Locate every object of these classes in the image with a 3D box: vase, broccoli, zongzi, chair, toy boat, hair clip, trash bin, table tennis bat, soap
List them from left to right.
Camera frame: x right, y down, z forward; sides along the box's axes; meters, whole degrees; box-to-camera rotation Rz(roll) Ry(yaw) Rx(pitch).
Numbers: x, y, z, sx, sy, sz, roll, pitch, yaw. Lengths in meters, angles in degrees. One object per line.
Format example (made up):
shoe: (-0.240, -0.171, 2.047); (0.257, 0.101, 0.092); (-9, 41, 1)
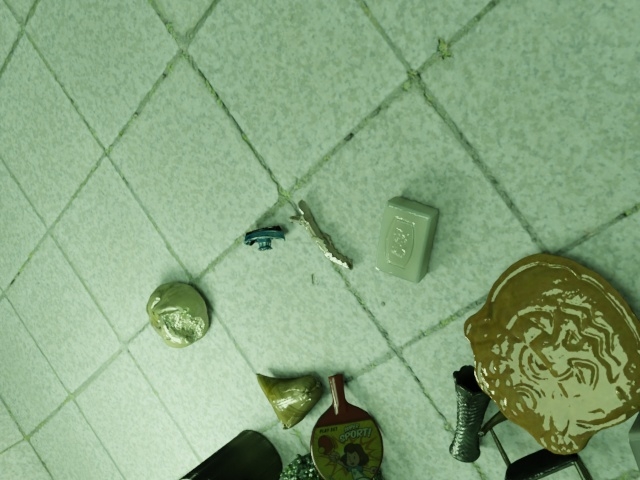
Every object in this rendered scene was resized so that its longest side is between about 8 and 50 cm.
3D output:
trash bin: (-0.274, 0.737, 2.180); (0.252, 0.301, 0.202); (-16, 96, 36)
toy boat: (-0.151, -0.002, 1.957); (0.137, 0.060, 0.060); (-12, 81, 32)
zongzi: (-0.097, 0.423, 2.066); (0.197, 0.099, 0.194); (52, 129, 17)
hair clip: (0.000, 0.000, 1.867); (0.226, 0.034, 0.072); (51, 132, 7)
broccoli: (0.027, 0.714, 2.051); (0.288, 0.248, 0.245); (22, 156, 17)
table tennis bat: (0.065, 0.523, 1.957); (0.038, 0.200, 0.310); (123, 138, -79)
soap: (0.204, -0.002, 1.701); (0.121, 0.064, 0.183); (20, 119, 26)
vase: (0.362, 0.426, 1.727); (0.115, 0.115, 0.237); (19, 122, 29)
chair: (0.494, 0.506, 1.601); (0.188, 0.166, 0.272); (-29, 83, 13)

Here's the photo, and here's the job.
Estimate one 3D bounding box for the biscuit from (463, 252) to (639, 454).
biscuit: (0.493, 0.232, 1.510); (0.365, 0.062, 0.385); (-49, 66, 23)

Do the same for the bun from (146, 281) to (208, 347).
bun: (-0.456, 0.239, 2.234); (0.237, 0.116, 0.209); (-10, 102, 39)

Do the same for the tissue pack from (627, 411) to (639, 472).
tissue pack: (0.737, 0.460, 1.435); (0.136, 0.159, 0.246); (-16, 99, 40)
